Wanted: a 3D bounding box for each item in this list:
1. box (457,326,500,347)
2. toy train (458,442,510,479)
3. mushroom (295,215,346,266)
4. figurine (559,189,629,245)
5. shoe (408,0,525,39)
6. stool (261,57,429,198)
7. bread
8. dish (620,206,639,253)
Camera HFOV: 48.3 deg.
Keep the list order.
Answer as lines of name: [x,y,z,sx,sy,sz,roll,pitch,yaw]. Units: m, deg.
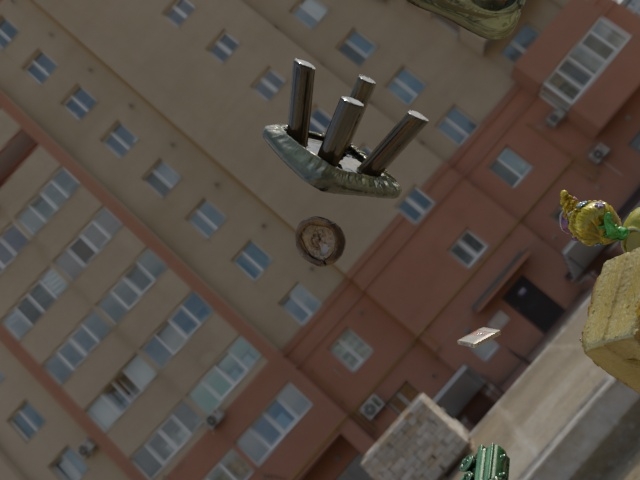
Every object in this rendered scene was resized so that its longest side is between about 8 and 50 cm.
box: [0.323,0.197,1.449,0.083,0.012,0.046,-19,14,-36]
toy train: [0.320,0.463,1.374,0.111,0.071,0.170,-44,8,31]
mushroom: [0.000,0.000,1.621,0.123,0.123,0.052,-56,-11,28]
figurine: [0.521,-0.046,1.380,0.095,0.115,0.156,-39,14,1]
shoe: [0.234,-0.454,1.241,0.098,0.275,0.103,125,171,-78]
stool: [0.061,-0.268,1.748,0.310,0.310,0.226,1,-56,-40]
bread: [0.754,0.189,1.562,0.279,0.279,0.207,-65,11,-25]
dish: [0.795,0.004,1.752,0.080,0.149,0.207,-24,-46,-23]
